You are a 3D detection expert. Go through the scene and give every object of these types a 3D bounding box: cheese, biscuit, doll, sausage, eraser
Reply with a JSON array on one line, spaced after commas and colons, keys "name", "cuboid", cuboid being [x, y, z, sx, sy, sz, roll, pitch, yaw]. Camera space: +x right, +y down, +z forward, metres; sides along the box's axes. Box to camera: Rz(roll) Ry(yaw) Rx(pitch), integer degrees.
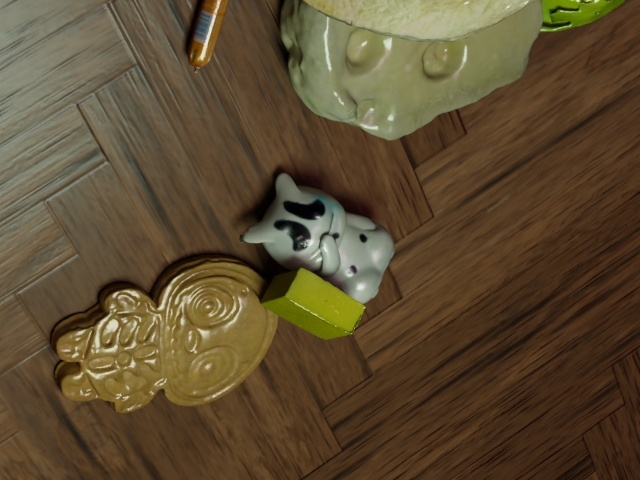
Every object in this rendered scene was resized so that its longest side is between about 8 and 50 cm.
[{"name": "cheese", "cuboid": [0.110, -0.265, 1.825, 0.326, 0.115, 0.318, 26, 100, -36]}, {"name": "biscuit", "cuboid": [-0.183, 0.119, 1.911, 0.288, 0.044, 0.202, -9, 119, -28]}, {"name": "doll", "cuboid": [0.006, 0.003, 1.914, 0.180, 0.107, 0.110, 34, 76, -39]}, {"name": "sausage", "cuboid": [-0.126, -0.238, 1.758, 0.031, 0.031, 0.107, 7, 112, -32]}, {"name": "eraser", "cuboid": [-0.009, 0.076, 1.886, 0.097, 0.122, 0.045, 30, 76, -10]}]

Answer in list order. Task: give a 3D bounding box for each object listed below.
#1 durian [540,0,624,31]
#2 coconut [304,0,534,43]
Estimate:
[{"name": "durian", "cuboid": [0.334, -0.356, 1.920, 0.139, 0.101, 0.250, 24, 104, 0]}, {"name": "coconut", "cuboid": [0.096, -0.366, 1.534, 0.404, 0.404, 0.405, -13, 121, -23]}]
